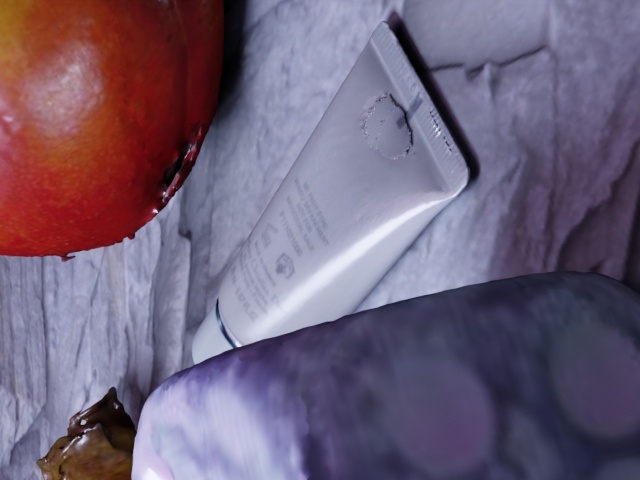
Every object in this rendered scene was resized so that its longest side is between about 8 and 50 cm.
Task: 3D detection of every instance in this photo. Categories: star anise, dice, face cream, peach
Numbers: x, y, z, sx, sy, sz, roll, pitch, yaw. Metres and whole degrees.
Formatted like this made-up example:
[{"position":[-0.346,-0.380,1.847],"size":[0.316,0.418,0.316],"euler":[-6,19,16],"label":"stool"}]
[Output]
[{"position":[-0.213,0.289,1.761],"size":[0.237,0.148,0.346],"euler":[57,134,42],"label":"star anise"},{"position":[0.064,0.177,1.057],"size":[0.271,0.270,0.270],"euler":[-30,72,61],"label":"dice"},{"position":[0.000,0.000,1.341],"size":[0.314,0.089,0.143],"euler":[-56,48,42],"label":"face cream"},{"position":[-0.232,-0.167,1.475],"size":[0.370,0.370,0.370],"euler":[28,122,57],"label":"peach"}]
